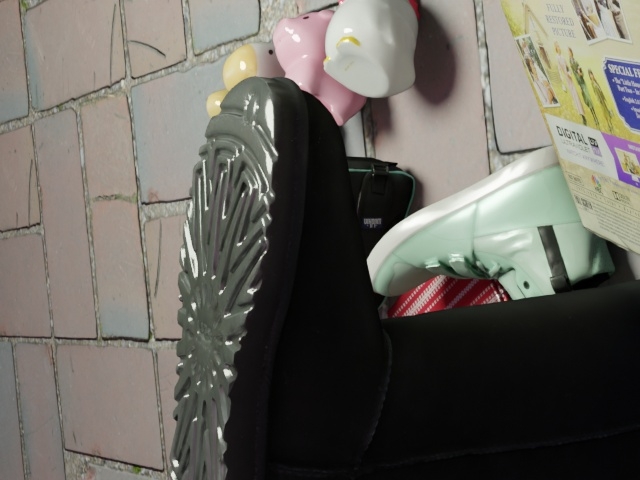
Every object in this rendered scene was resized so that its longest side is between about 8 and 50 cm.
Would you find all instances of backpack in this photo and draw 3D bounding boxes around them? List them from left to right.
[{"bbox_3d":[0.000,0.000,1.384,0.144,0.166,0.188,18,106,56],"label":"backpack"}]

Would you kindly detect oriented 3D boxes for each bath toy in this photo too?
[{"bbox_3d":[-0.006,-0.191,1.414,0.151,0.129,0.348,41,149,-15],"label":"bath toy"}]

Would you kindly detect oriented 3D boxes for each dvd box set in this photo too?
[{"bbox_3d":[0.207,-0.174,0.916,0.420,0.062,0.307,66,173,-15],"label":"dvd box set"}]

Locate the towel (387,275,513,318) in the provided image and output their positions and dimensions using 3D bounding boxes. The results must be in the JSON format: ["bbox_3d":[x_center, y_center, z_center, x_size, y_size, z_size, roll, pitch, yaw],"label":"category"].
[{"bbox_3d":[0.163,0.143,1.286,0.199,0.031,0.274,-54,50,47],"label":"towel"}]

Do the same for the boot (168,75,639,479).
[{"bbox_3d":[0.118,0.065,0.979,0.146,0.445,0.366,-139,55,-58],"label":"boot"}]

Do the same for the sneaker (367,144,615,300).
[{"bbox_3d":[0.154,0.033,1.190,0.256,0.094,0.151,-32,69,35],"label":"sneaker"}]
